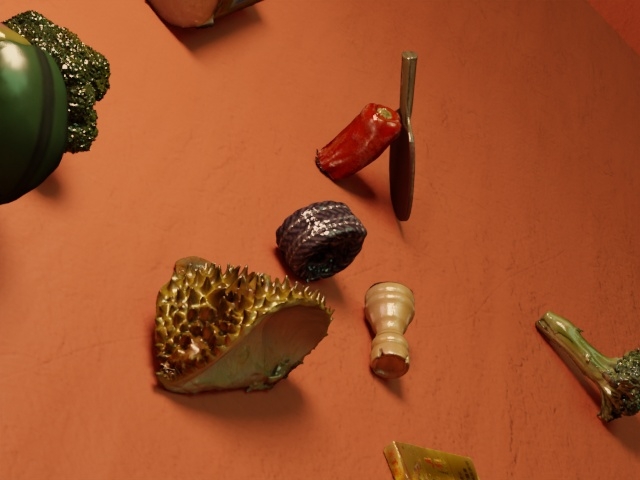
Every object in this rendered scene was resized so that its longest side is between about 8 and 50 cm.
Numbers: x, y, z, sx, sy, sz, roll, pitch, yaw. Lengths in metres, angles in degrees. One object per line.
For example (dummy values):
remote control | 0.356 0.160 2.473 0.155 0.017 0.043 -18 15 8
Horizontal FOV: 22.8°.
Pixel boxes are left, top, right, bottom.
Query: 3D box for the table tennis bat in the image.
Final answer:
table tennis bat | 0.119 -0.145 2.229 0.022 0.247 0.138 -3 28 -9

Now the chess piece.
chess piece | 0.085 0.114 1.991 0.066 0.066 0.122 37 35 -25

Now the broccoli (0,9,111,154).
broccoli | -0.296 -0.157 1.670 0.162 0.146 0.138 36 -9 10

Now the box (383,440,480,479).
box | 0.142 0.289 1.887 0.156 0.022 0.089 21 37 -45

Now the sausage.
sausage | -0.139 -0.376 2.223 0.125 0.117 0.317 29 22 8

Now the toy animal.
toy animal | -0.372 -0.114 1.423 0.338 0.216 0.191 13 71 -56

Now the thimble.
thimble | -0.002 0.001 1.966 0.104 0.095 0.066 -20 57 -26

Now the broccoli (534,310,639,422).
broccoli | 0.411 0.178 2.387 0.204 0.118 0.122 41 46 10

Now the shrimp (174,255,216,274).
shrimp | -0.142 0.046 1.759 0.059 0.023 0.108 41 26 2

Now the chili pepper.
chili pepper | 0.056 -0.138 2.200 0.073 0.123 0.070 7 50 -57

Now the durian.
durian | -0.090 0.093 1.701 0.144 0.139 0.252 20 6 26
